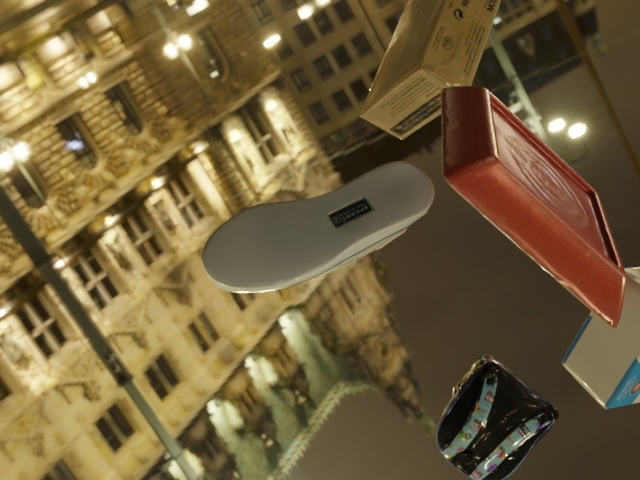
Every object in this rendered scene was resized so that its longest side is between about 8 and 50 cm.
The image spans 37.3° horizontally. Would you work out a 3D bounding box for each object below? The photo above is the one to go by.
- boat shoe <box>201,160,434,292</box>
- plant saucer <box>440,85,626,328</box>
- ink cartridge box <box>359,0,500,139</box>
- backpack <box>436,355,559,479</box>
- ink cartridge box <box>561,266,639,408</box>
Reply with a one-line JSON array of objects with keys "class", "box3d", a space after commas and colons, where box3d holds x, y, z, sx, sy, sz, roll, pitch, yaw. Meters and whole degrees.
[{"class": "boat shoe", "box3d": [0.000, 0.000, 0.989, 0.258, 0.095, 0.084, -18, 158, -16]}, {"class": "plant saucer", "box3d": [0.242, -0.058, 1.063, 0.048, 0.258, 0.259, -43, -163, 26]}, {"class": "ink cartridge box", "box3d": [0.171, -0.293, 1.433, 0.193, 0.088, 0.234, -31, -146, 64]}, {"class": "backpack", "box3d": [0.271, 0.292, 1.524, 0.173, 0.158, 0.117, -53, -178, 2]}, {"class": "ink cartridge box", "box3d": [0.409, 0.109, 1.126, 0.203, 0.148, 0.086, -2, -144, -37]}]
